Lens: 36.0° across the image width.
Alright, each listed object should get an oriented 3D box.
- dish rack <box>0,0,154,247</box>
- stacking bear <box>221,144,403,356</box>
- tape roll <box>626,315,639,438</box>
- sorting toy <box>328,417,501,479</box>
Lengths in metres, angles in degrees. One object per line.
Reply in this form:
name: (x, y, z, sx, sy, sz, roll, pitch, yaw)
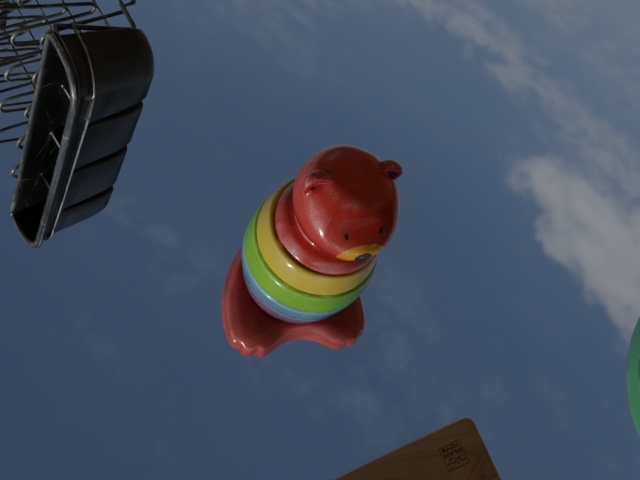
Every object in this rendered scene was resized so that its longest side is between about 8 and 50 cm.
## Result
dish rack: (-0.209, -0.156, 0.683, 0.074, 0.208, 0.272, -19, -110, -33)
stacking bear: (0.000, 0.000, 1.082, 0.175, 0.289, 0.164, -3, -114, -20)
tape roll: (0.500, 0.154, 1.062, 0.321, 0.321, 0.077, 53, 178, 14)
sorting toy: (0.075, 0.338, 0.938, 0.257, 0.089, 0.256, -23, -98, -11)
